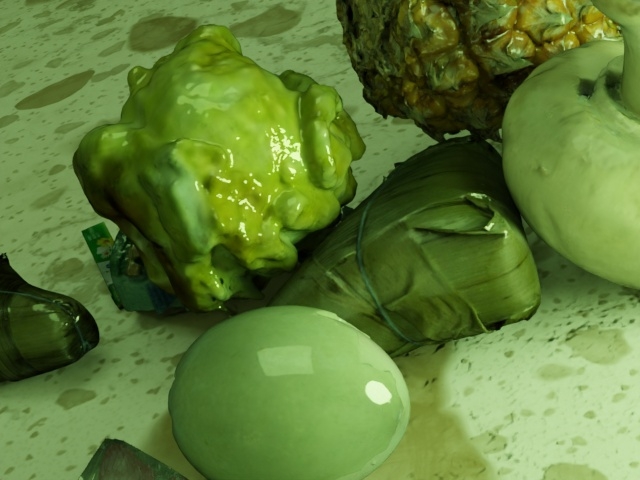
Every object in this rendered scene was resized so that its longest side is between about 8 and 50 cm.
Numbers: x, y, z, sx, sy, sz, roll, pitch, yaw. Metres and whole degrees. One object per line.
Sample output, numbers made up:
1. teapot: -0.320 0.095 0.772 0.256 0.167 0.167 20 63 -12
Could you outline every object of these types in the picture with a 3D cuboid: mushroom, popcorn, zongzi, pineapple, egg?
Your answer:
1. mushroom: 0.314 -0.090 1.238 0.315 0.356 0.315 -19 60 38
2. popcorn: -0.099 -0.081 1.400 0.312 0.312 0.312 -15 30 9
3. zongzi: -0.350 0.079 1.538 0.221 0.112 0.242 -9 30 21
4. pineapple: 0.189 -0.281 1.472 0.300 0.352 0.352 -5 25 -20
5. zongzi: 0.050 0.032 1.367 0.360 0.160 0.323 -26 16 14
6. egg: -0.021 0.151 1.147 0.217 0.183 0.183 5 37 36

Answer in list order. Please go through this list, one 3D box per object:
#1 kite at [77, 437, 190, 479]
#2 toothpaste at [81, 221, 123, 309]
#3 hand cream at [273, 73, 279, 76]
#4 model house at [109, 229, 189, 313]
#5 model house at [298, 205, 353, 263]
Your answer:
1. kite: -0.110 0.282 1.075 0.360 0.022 0.204 3 63 33
2. toothpaste: -0.273 0.031 1.641 0.037 0.043 0.178 -23 29 -11
3. hand cream: -0.108 -0.190 1.910 0.087 0.054 0.186 9 46 47
4. model house: -0.158 0.019 1.532 0.148 0.119 0.148 3 35 21
5. model house: 0.000 0.000 1.526 0.078 0.066 0.083 8 56 22
